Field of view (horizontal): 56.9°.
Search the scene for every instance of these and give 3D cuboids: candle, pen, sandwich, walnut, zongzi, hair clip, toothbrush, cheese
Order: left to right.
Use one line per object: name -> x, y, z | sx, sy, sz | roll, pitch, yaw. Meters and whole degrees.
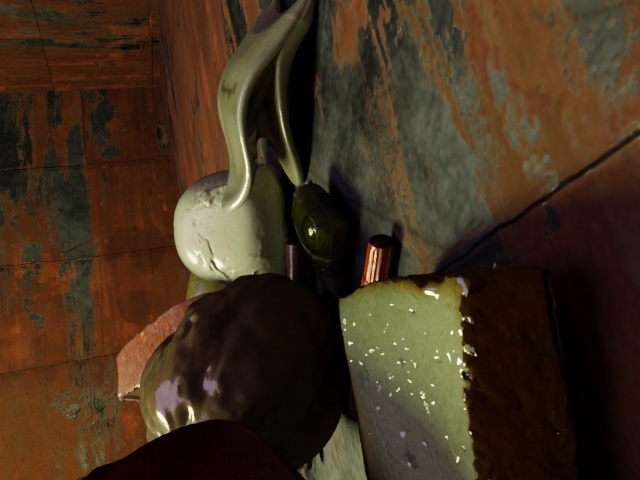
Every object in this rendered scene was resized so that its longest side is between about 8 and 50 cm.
candle -> -0.203, 0.194, 1.012 | 0.317, 0.287, 0.131 | 82, 172, -61
cheese -> -0.140, -0.023, 0.942 | 0.154, 0.189, 0.198 | -42, -49, -73
walnut -> -0.088, 0.172, 0.721 | 0.227, 0.273, 0.273 | -5, 92, 30
hair clip -> -0.082, -0.178, 0.781 | 0.172, 0.113, 0.282 | -134, 41, -63
toothbrush -> -0.026, 0.172, 0.861 | 0.041, 0.041, 0.363 | -145, 50, -67
zongzi -> 0.000, 0.000, 0.700 | 0.109, 0.055, 0.119 | -116, 14, -52
pen -> 0.049, 0.099, 0.611 | 0.028, 0.028, 0.239 | -121, 29, -52
sandwich -> 0.093, 0.144, 0.390 | 0.226, 0.087, 0.251 | 157, 105, -72

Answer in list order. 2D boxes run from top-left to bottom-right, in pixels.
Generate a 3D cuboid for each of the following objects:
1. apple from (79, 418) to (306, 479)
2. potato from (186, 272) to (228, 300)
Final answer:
apple -> -0.082, 0.310, 0.463 | 0.317, 0.288, 0.288 | 39, 134, 48
potato -> -0.211, 0.130, 1.250 | 0.174, 0.159, 0.251 | 12, 100, 47
